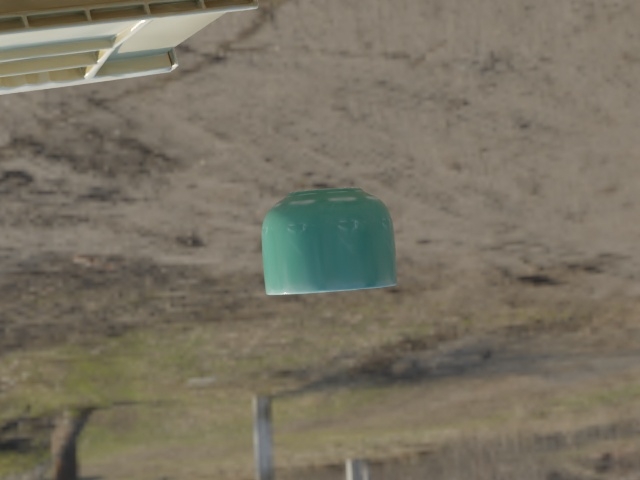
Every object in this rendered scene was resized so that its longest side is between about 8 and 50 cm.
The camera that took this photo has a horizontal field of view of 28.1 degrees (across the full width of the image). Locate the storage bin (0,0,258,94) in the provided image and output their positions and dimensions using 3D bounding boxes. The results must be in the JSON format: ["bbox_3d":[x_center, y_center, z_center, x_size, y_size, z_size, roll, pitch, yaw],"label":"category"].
[{"bbox_3d":[-0.197,-0.220,0.704,0.260,0.262,0.123,-14,178,-38],"label":"storage bin"}]

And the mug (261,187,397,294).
[{"bbox_3d":[-0.003,0.000,1.253,0.158,0.097,0.129,-4,180,41],"label":"mug"}]
